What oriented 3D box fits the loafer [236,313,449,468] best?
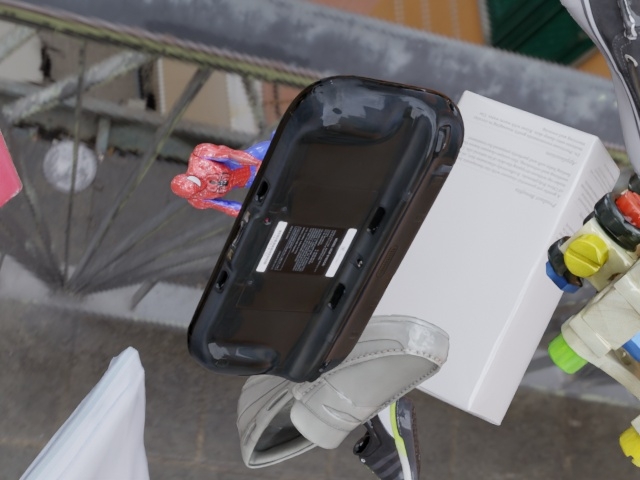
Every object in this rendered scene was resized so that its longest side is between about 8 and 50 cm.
[{"bbox_3d":[0.018,0.167,1.276,0.112,0.319,0.111,25,54,-25],"label":"loafer"}]

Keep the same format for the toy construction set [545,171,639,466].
[{"bbox_3d":[0.280,0.061,0.940,0.151,0.328,0.215,-44,81,15],"label":"toy construction set"}]

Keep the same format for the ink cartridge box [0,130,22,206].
[{"bbox_3d":[-0.384,-0.127,0.722,0.279,0.160,0.384,-45,137,-37],"label":"ink cartridge box"}]

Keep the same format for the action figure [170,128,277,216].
[{"bbox_3d":[-0.055,-0.077,1.434,0.139,0.091,0.280,25,26,31],"label":"action figure"}]

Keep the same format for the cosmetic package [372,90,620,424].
[{"bbox_3d":[0.202,0.023,1.502,0.197,0.155,0.365,26,88,28],"label":"cosmetic package"}]

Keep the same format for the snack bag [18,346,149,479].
[{"bbox_3d":[-0.094,0.243,0.493,0.037,0.323,0.342,-2,104,8],"label":"snack bag"}]

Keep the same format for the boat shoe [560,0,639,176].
[{"bbox_3d":[0.182,-0.095,0.602,0.080,0.076,0.228,-37,132,-11],"label":"boat shoe"}]

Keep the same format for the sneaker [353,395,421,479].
[{"bbox_3d":[0.100,0.320,1.815,0.097,0.234,0.084,-1,33,10],"label":"sneaker"}]

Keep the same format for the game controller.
[{"bbox_3d":[0.000,0.000,1.037,0.166,0.319,0.067,11,33,-25],"label":"game controller"}]
